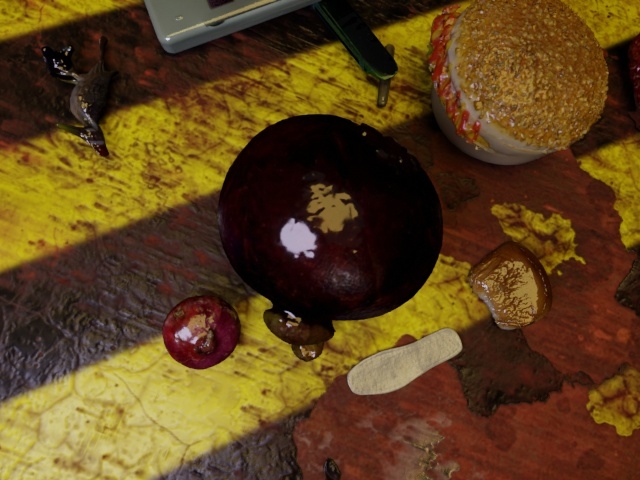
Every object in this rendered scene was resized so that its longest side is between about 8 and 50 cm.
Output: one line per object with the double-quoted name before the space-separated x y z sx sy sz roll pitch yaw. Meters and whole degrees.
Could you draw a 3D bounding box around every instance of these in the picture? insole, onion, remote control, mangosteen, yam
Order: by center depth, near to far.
"mangosteen" 0.007 -0.018 0.645 0.297 0.293 0.297 18 50 -23
"onion" -0.163 0.127 0.674 0.107 0.097 0.107 -2 98 -17
"insole" 0.131 0.187 0.746 0.192 0.010 0.063 -21 82 -11
"remote control" -0.138 -0.416 0.796 0.296 0.056 0.140 -22 82 -4
"yam" 0.112 -0.283 0.837 0.021 0.021 0.116 10 78 -6

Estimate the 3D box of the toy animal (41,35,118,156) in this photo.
"toy animal" -0.352 -0.219 0.734 0.105 0.070 0.202 -10 75 -29

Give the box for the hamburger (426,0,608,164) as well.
"hamburger" 0.315 -0.261 0.780 0.294 0.179 0.276 -5 78 -9

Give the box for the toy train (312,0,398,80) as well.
"toy train" 0.057 -0.348 0.828 0.044 0.042 0.209 -36 83 -2

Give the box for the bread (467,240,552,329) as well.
"bread" 0.313 0.073 0.780 0.126 0.044 0.129 -30 87 -12

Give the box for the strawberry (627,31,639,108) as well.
"strawberry" 0.641 -0.255 0.870 0.188 0.106 0.286 -4 64 -32
